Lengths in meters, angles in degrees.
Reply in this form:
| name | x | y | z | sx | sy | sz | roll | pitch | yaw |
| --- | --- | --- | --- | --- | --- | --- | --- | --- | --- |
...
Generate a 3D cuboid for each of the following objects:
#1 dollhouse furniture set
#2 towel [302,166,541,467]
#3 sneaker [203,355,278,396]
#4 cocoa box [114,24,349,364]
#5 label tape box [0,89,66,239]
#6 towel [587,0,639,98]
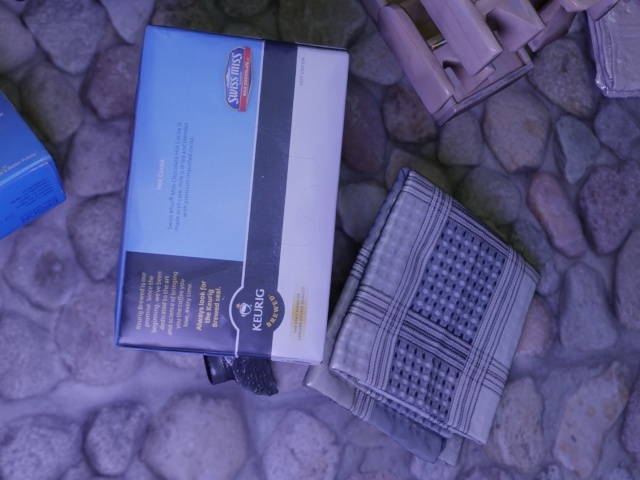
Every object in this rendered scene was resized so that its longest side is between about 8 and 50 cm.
| name | x | y | z | sx | sy | sz | roll | pitch | yaw |
| --- | --- | --- | --- | --- | --- | --- | --- | --- | --- |
| dollhouse furniture set | 0.220 | -0.353 | 1.198 | 0.362 | 0.394 | 0.256 | -31 | 87 | -18 |
| towel | 0.152 | 0.112 | 1.196 | 0.312 | 0.056 | 0.324 | 35 | 73 | -35 |
| sneaker | -0.112 | 0.126 | 1.200 | 0.089 | 0.051 | 0.170 | -10 | 86 | -16 |
| cocoa box | -0.112 | -0.044 | 1.064 | 0.228 | 0.231 | 0.347 | 5 | 87 | -11 |
| label tape box | -0.504 | -0.126 | 1.110 | 0.240 | 0.106 | 0.334 | -34 | 69 | -18 |
| towel | 0.558 | -0.318 | 1.459 | 0.282 | 0.049 | 0.187 | -2 | 80 | -16 |
